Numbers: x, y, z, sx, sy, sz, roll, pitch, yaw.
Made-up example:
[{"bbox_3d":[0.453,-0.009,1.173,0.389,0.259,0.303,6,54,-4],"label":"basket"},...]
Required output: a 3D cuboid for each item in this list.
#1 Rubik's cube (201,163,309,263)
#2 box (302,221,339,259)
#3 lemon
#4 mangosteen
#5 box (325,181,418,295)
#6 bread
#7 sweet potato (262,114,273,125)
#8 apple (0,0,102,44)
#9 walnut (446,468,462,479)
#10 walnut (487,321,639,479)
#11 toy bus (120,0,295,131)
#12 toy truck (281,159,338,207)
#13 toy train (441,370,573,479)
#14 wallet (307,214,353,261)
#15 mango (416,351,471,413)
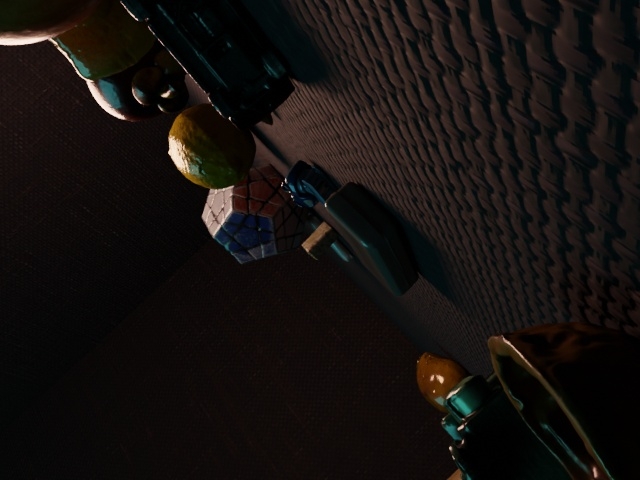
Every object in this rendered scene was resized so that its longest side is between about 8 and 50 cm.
[{"bbox_3d":[-0.195,-0.078,1.848,0.319,0.319,0.264,48,-155,-22],"label":"Rubik's cube"},{"bbox_3d":[0.000,0.000,1.705,0.045,0.098,0.062,42,-178,-30],"label":"box"},{"bbox_3d":[-0.254,-0.222,1.448,0.231,0.192,0.192,39,173,32],"label":"lemon"},{"bbox_3d":[-0.365,-0.352,1.286,0.257,0.215,0.215,20,162,34],"label":"mangosteen"},{"bbox_3d":[0.081,0.005,0.895,0.103,0.055,0.244,46,177,26],"label":"box"},{"bbox_3d":[-0.344,-0.366,0.897,0.245,0.174,0.121,56,179,-20],"label":"bread"},{"bbox_3d":[-0.104,-0.208,0.937,0.095,0.034,0.034,36,-176,-31],"label":"sweet potato"},{"bbox_3d":[-0.369,-0.360,0.687,0.286,0.233,0.286,49,175,5],"label":"apple"},{"bbox_3d":[0.408,0.606,1.299,0.381,0.381,0.381,47,178,3],"label":"walnut"},{"bbox_3d":[0.186,0.110,0.380,0.167,0.087,0.211,54,-179,-10],"label":"walnut"},{"bbox_3d":[-0.112,-0.205,0.602,0.195,0.081,0.089,48,-173,-36],"label":"toy bus"},{"bbox_3d":[-0.002,-0.076,1.044,0.074,0.063,0.136,17,159,44],"label":"toy truck"},{"bbox_3d":[0.291,0.288,0.785,0.299,0.167,0.238,48,-172,17],"label":"toy train"},{"bbox_3d":[0.028,-0.008,1.888,0.190,0.033,0.095,47,176,-3],"label":"wallet"},{"bbox_3d":[0.351,0.395,1.743,0.249,0.151,0.156,-123,23,-68],"label":"mango"}]
